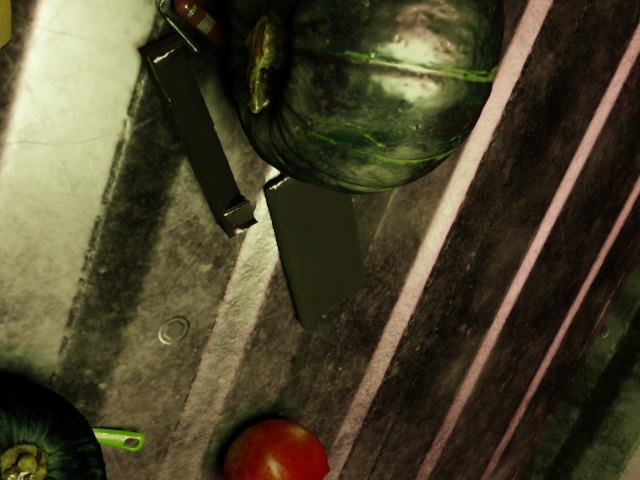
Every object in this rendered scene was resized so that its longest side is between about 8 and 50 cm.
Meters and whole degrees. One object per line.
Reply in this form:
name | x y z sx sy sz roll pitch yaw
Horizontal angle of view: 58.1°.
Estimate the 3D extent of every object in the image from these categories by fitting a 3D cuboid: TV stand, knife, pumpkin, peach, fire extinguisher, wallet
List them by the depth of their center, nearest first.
pumpkin | 0.039 -0.205 0.604 0.241 0.323 0.323 -3 117 -31
pumpkin | -0.346 0.267 0.621 0.233 0.233 0.163 14 131 -45
fire extinguisher | -0.146 -0.241 0.637 0.046 0.032 0.100 -31 143 25
TV stand | -0.140 -0.116 0.698 0.049 0.040 0.257 -30 131 -15
knife | -0.317 0.269 0.791 0.166 0.022 0.078 23 105 -45
wallet | 0.000 0.000 0.905 0.146 0.030 0.285 -29 129 -22
peach | -0.069 0.402 0.969 0.190 0.192 0.190 -15 128 -21

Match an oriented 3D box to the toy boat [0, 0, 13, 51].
toy boat | -0.381 -0.127 0.455 0.321 0.089 0.121 -47 121 -9
